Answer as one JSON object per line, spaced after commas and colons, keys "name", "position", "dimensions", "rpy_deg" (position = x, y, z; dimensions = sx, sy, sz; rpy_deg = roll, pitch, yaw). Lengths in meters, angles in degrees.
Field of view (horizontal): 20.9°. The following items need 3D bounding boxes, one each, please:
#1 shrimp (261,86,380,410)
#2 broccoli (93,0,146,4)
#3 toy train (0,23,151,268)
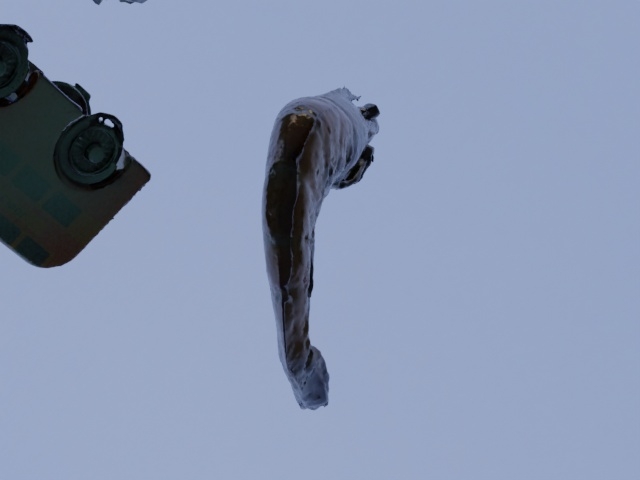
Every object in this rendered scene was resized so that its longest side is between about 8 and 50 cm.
{"name": "shrimp", "position": [0.000, 0.000, 1.098], "dimensions": [0.051, 0.262, 0.198], "rpy_deg": [5, -76, 10]}
{"name": "broccoli", "position": [-0.152, -0.395, 1.045], "dimensions": [0.275, 0.353, 0.397], "rpy_deg": [-37, -46, -15]}
{"name": "toy train", "position": [-0.176, -0.061, 0.951], "dimensions": [0.099, 0.072, 0.188], "rpy_deg": [-48, -50, -4]}
